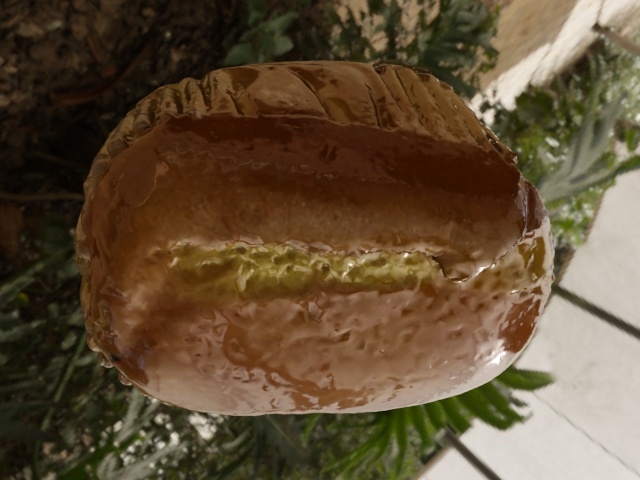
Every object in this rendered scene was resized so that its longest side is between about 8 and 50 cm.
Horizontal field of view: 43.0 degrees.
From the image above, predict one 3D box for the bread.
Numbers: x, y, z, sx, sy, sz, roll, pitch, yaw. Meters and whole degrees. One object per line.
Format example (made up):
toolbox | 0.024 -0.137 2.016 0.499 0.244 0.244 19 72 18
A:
bread | 0.000 0.000 0.496 0.156 0.288 0.204 -119 -146 -65
